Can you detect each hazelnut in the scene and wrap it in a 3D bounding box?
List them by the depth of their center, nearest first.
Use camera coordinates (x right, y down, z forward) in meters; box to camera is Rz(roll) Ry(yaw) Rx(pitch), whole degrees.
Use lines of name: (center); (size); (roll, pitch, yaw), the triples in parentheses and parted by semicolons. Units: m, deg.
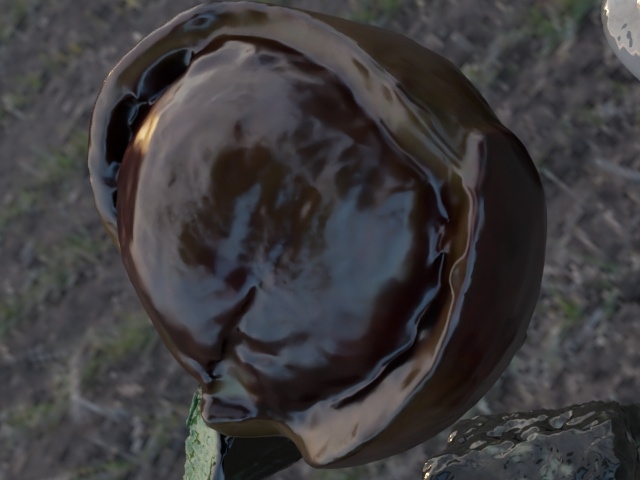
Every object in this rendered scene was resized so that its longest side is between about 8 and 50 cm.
hazelnut: (0.002, -0.008, 0.785); (0.201, 0.160, 0.170); (39, 136, 51)

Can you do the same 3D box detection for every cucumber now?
cucumber: (0.015, 0.070, 1.001); (0.220, 0.070, 0.046); (-27, 22, -21)

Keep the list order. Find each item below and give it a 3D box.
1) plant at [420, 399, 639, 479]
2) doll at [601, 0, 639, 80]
plant: (0.152, 0.263, 1.645); (0.312, 0.213, 0.215); (-20, 92, 26)
doll: (0.224, -0.183, 1.076); (0.251, 0.221, 0.221); (132, 151, -61)
